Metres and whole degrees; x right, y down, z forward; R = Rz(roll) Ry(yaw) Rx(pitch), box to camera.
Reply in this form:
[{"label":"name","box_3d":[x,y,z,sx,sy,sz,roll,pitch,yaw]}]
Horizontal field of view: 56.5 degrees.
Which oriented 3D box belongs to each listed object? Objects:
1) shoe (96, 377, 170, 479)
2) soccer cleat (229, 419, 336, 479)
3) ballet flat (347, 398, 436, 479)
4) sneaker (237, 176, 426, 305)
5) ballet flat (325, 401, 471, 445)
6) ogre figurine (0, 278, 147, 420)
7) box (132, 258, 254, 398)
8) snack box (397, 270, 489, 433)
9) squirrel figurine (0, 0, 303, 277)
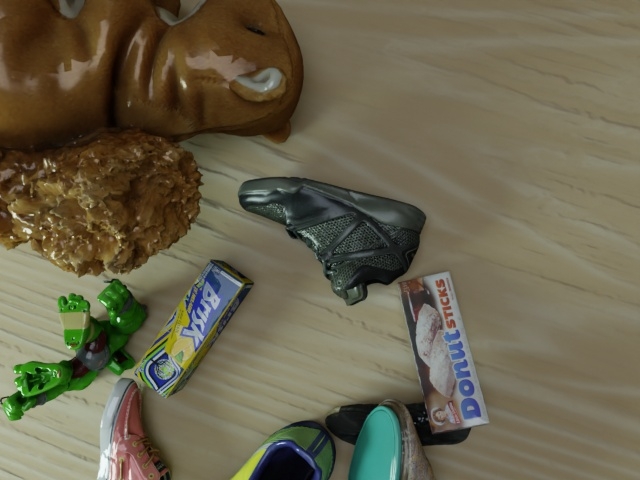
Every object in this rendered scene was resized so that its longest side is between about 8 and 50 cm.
[{"label":"shoe","box_3d":[-0.224,0.261,0.733,0.081,0.063,0.177,9,92,8]},{"label":"soccer cleat","box_3d":[-0.096,0.321,0.676,0.093,0.121,0.289,42,92,9]},{"label":"ballet flat","box_3d":[0.080,0.329,0.666,0.106,0.108,0.315,10,96,-27]},{"label":"sneaker","box_3d":[0.000,0.000,0.709,0.228,0.087,0.130,15,81,4]},{"label":"ballet flat","box_3d":[0.092,0.215,0.707,0.173,0.049,0.057,-3,114,12]},{"label":"ogre figurine","box_3d":[-0.285,0.131,0.723,0.097,0.118,0.196,22,87,14]},{"label":"box","box_3d":[-0.154,0.106,0.736,0.054,0.059,0.168,34,90,7]},{"label":"snack box","box_3d":[0.139,0.126,0.686,0.064,0.022,0.178,-13,66,6]},{"label":"squirrel figurine","box_3d":[-0.213,-0.145,0.679,0.371,0.281,0.396,8,79,-5]}]
